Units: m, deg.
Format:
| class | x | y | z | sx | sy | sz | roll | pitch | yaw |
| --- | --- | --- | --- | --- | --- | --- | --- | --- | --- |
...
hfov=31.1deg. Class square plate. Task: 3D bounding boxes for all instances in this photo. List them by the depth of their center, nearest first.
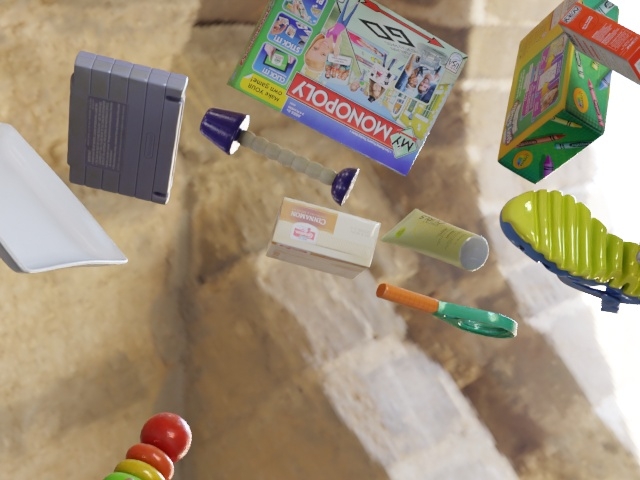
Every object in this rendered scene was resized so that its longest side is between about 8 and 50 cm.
| class | x | y | z | sx | sy | sz | roll | pitch | yaw |
| --- | --- | --- | --- | --- | --- | --- | --- | --- | --- |
| square plate | -0.510 | -0.070 | 1.895 | 0.049 | 0.344 | 0.347 | -45 | -11 | 13 |

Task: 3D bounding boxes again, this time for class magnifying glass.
| class | x | y | z | sx | sy | sz | roll | pitch | yaw |
| --- | --- | --- | --- | --- | --- | --- | --- | --- | --- |
| magnifying glass | 0.186 | 0.105 | 1.683 | 0.231 | 0.026 | 0.092 | 20 | -16 | -23 |

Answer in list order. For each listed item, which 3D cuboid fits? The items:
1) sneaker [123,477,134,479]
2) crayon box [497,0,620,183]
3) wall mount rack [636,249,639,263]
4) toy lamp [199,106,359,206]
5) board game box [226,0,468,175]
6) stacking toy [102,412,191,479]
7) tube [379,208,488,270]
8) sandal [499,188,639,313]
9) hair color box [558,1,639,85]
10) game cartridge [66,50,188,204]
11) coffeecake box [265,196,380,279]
| class | x | y | z | sx | sy | sz | roll | pitch | yaw |
| --- | --- | --- | --- | --- | --- | --- | --- | --- | --- |
| sneaker | -0.217 | 0.307 | 1.333 | 0.032 | 0.037 | 0.083 | -34 | 25 | -8 |
| crayon box | 0.373 | -0.245 | 1.796 | 0.165 | 0.081 | 0.278 | -41 | 26 | 51 |
| wall mount rack | 0.574 | -0.052 | 1.457 | 0.304 | 0.131 | 0.350 | -12 | 5 | -6 |
| toy lamp | -0.073 | -0.146 | 1.933 | 0.080 | 0.274 | 0.080 | -62 | -4 | -8 |
| board game box | 0.045 | -0.259 | 1.746 | 0.214 | 0.317 | 0.046 | -63 | 23 | 4 |
| stacking toy | -0.315 | 0.425 | 1.916 | 0.141 | 0.141 | 0.330 | -49 | 8 | 46 |
| tube | 0.195 | -0.004 | 1.991 | 0.070 | 0.062 | 0.240 | 2 | 11 | -29 |
| sandal | 0.397 | 0.032 | 1.739 | 0.138 | 0.317 | 0.126 | -36 | 30 | 57 |
| hair color box | 0.400 | -0.271 | 1.586 | 0.043 | 0.141 | 0.072 | -48 | -44 | 1 |
| game cartridge | -0.405 | -0.228 | 2.369 | 0.355 | 0.230 | 0.068 | 108 | 178 | -50 |
| coffeecake box | 0.000 | 0.000 | 1.672 | 0.142 | 0.068 | 0.185 | 15 | -8 | -4 |
